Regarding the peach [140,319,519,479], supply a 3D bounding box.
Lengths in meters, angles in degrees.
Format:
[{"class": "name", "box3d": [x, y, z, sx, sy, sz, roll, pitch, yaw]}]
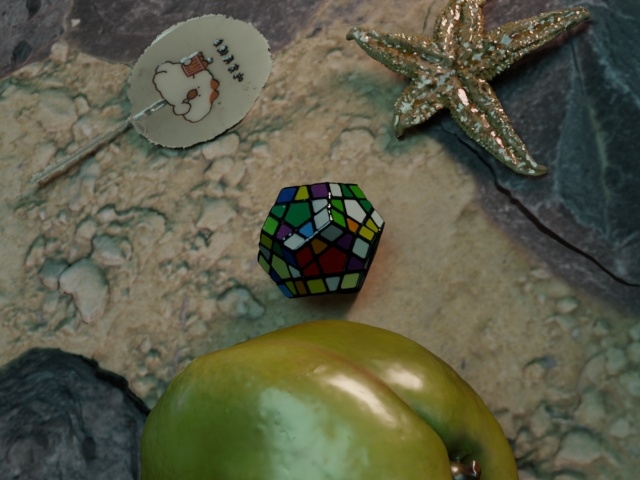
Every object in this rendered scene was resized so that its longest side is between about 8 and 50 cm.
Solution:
[{"class": "peach", "box3d": [0.008, 0.210, 1.180, 0.316, 0.314, 0.281, -24, 7, 44]}]

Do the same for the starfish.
[{"class": "starfish", "box3d": [0.167, -0.188, 1.473, 0.231, 0.048, 0.295, -44, 54, -2]}]

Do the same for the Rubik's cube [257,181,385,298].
[{"class": "Rubik's cube", "box3d": [0.000, 0.000, 1.408, 0.112, 0.133, 0.133, 19, 71, 6]}]

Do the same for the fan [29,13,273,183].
[{"class": "fan", "box3d": [-0.204, -0.153, 1.656, 0.329, 0.009, 0.190, -33, 55, 3]}]
